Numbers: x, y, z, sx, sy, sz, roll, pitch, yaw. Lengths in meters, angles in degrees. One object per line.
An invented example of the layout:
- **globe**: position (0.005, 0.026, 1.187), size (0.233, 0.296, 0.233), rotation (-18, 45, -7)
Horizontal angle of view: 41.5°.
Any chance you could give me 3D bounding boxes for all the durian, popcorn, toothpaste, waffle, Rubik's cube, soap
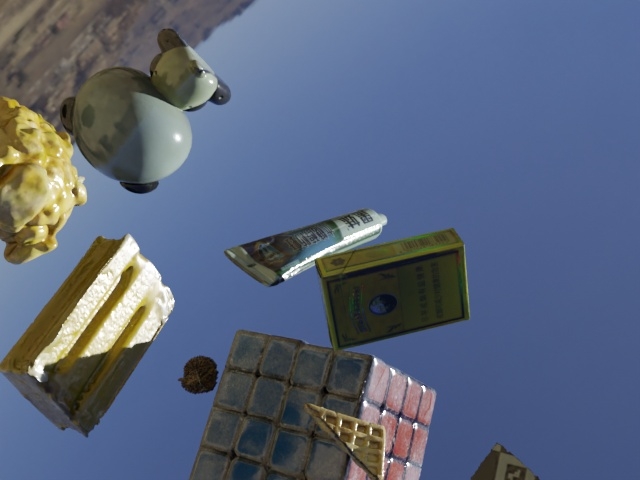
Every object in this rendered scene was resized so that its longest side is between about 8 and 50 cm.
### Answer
- **durian**: position (-0.253, 0.277, 1.738), size (0.091, 0.080, 0.080), rotation (-10, -148, 15)
- **popcorn**: position (-0.319, -0.071, 0.865), size (0.140, 0.163, 0.194), rotation (-49, -143, -9)
- **toothpaste**: position (0.000, 0.000, 1.402), size (0.392, 0.099, 0.061), rotation (-20, 138, -52)
- **waffle**: position (0.035, 0.325, 1.364), size (0.023, 0.153, 0.097), rotation (129, -23, -52)
- **Rubik's cube**: position (-0.003, 0.401, 1.704), size (0.337, 0.344, 0.344), rotation (6, -110, 32)
- **soap**: position (-0.400, 0.160, 1.489), size (0.091, 0.199, 0.314), rotation (3, -131, 31)

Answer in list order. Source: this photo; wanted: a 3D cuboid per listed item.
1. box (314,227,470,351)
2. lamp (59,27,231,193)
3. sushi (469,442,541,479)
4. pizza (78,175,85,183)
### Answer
- **box**: position (0.110, 0.075, 1.280), size (0.220, 0.140, 0.064), rotation (-11, -150, -4)
- **lamp**: position (-0.275, -0.203, 1.336), size (0.244, 0.197, 0.197), rotation (-42, -161, 5)
- **sushi**: position (0.290, 0.510, 1.274), size (0.294, 0.292, 0.059), rotation (-51, 169, 1)
- **pizza**: position (-0.530, -0.099, 1.500), size (0.204, 0.188, 0.080), rotation (-160, -99, -81)
